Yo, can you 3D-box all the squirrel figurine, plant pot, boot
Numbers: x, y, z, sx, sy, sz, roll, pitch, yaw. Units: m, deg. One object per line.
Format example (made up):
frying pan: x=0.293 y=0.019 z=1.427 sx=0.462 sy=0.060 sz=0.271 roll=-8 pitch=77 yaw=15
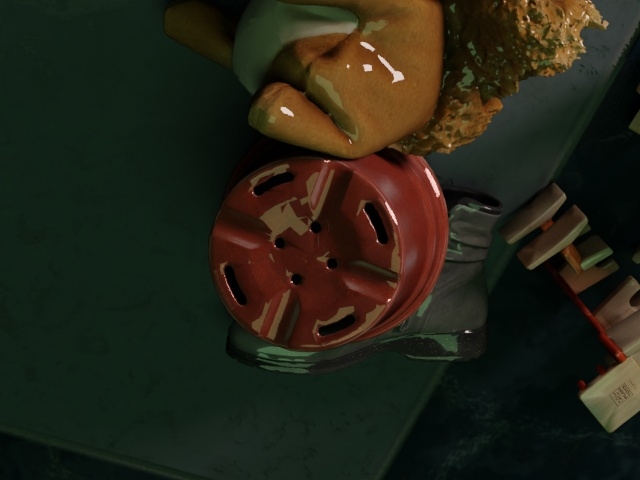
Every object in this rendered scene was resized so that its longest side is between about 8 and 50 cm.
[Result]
squirrel figurine: x=0.092 y=-0.284 z=1.582 sx=0.397 sy=0.281 sz=0.370 roll=16 pitch=110 yaw=-28
plant pot: x=0.000 y=0.000 z=1.656 sx=0.272 sy=0.265 sz=0.272 roll=1 pitch=96 yaw=6
boot: x=0.048 y=0.035 z=1.847 sx=0.338 sy=0.118 sz=0.223 roll=-6 pitch=115 yaw=-11

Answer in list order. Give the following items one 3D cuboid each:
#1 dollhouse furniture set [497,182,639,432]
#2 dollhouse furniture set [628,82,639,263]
dollhouse furniture set: x=0.330 y=0.101 z=1.815 sx=0.135 sy=0.259 sz=0.262 roll=-39 pitch=116 yaw=6
dollhouse furniture set: x=0.436 y=0.004 z=1.782 sx=0.303 sy=0.174 sz=0.355 roll=32 pitch=131 yaw=6
